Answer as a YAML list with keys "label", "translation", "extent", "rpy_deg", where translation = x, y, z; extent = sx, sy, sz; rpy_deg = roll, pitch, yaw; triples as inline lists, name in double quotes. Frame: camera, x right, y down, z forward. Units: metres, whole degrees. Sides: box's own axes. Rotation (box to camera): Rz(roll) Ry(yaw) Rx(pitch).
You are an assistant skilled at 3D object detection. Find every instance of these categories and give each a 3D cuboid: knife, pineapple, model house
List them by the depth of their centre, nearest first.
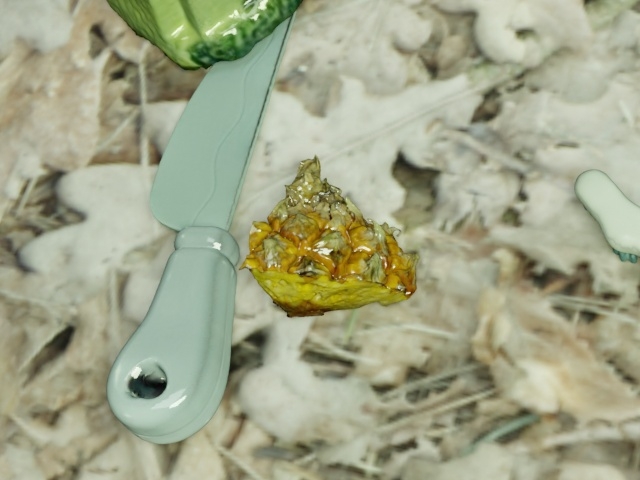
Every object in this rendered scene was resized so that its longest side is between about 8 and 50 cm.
- label: "pineapple"
  translation: [0.000, 0.000, 0.917]
  extent: [0.114, 0.077, 0.114]
  rpy_deg: [8, 49, -15]
- label: "knife"
  translation: [-0.076, -0.024, 0.965]
  extent: [0.080, 0.044, 0.331]
  rpy_deg: [-5, 56, 24]
- label: "model house"
  translation: [-0.098, -0.260, 1.001]
  extent: [0.195, 0.189, 0.214]
  rpy_deg: [-39, 54, -1]

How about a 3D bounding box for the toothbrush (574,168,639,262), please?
- label: "toothbrush"
  translation: [0.251, 0.099, 0.784]
  extent: [0.040, 0.040, 0.386]
  rpy_deg: [-35, 58, -1]
